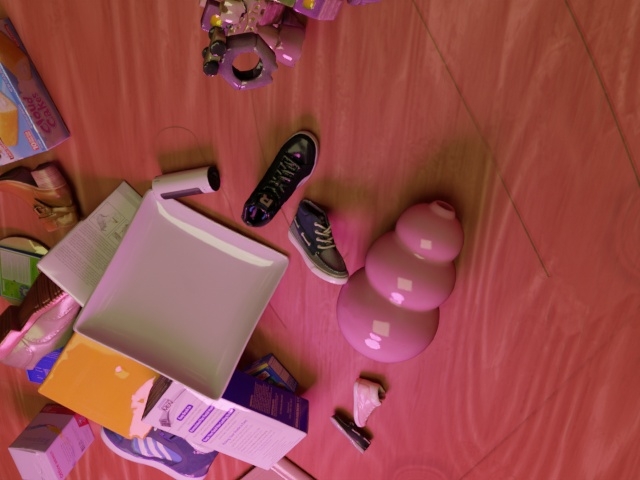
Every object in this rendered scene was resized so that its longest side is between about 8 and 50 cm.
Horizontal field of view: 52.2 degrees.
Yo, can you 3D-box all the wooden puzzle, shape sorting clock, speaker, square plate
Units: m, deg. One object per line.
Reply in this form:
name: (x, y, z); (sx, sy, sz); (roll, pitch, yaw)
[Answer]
wooden puzzle: (-0.111, 0.696, 1.786); (0.221, 0.044, 0.238); (39, 118, -7)
shape sorting clock: (-0.728, 0.084, 1.620); (0.206, 0.040, 0.206); (5, 114, 11)
speaker: (-0.278, -0.119, 1.359); (0.136, 0.055, 0.055); (-7, 116, 20)
square plate: (-0.294, 0.115, 1.406); (0.347, 0.049, 0.344); (27, 83, 0)

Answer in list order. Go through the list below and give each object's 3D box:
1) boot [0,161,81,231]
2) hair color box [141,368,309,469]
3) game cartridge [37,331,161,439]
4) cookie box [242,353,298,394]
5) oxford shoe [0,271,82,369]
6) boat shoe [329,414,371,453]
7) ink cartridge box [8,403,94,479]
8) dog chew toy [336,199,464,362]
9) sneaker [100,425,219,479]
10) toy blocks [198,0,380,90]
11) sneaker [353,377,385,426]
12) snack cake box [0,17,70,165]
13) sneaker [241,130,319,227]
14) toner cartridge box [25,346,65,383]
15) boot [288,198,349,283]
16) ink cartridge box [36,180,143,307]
boot: (-0.649, -0.089, 1.482); (0.197, 0.073, 0.152); (-5, 121, 22)
hair color box: (-0.217, 0.396, 1.522); (0.339, 0.110, 0.185); (27, 124, -20)
game cartridge: (-0.471, 0.301, 1.567); (0.285, 0.052, 0.323); (33, 105, -13)
cookie box: (-0.123, 0.338, 1.581); (0.092, 0.040, 0.107); (-32, 106, 29)
oxford shoe: (-0.628, 0.162, 1.571); (0.397, 0.140, 0.146); (-39, 131, 13)
boat shoe: (0.074, 0.466, 1.596); (0.125, 0.038, 0.046); (47, 163, -6)
ink cartridge box: (-0.746, 0.566, 1.821); (0.127, 0.176, 0.128); (0, 119, 17)
dog chew toy: (0.164, 0.073, 1.257); (0.207, 0.206, 0.331); (26, 114, 2)
sneaker: (-0.406, 0.475, 1.709); (0.323, 0.130, 0.236); (24, 113, 8)
toy blocks: (-0.021, -0.389, 0.993); (0.260, 0.309, 0.288); (14, 124, -22)
sneaker: (0.117, 0.385, 1.528); (0.070, 0.051, 0.134); (6, 116, 20)
snack cake box: (-0.657, -0.301, 1.350); (0.152, 0.089, 0.264); (-13, 114, 22)
sneaker: (-0.079, -0.105, 1.266); (0.079, 0.121, 0.217); (33, 123, -4)
toner cartridge box: (-0.599, 0.313, 1.692); (0.348, 0.075, 0.165); (9, 119, 12)
boot: (0.000, 0.000, 1.286); (0.190, 0.069, 0.086); (45, 130, 37)
ink cartridge box: (-0.423, 0.061, 1.461); (0.296, 0.066, 0.261); (45, 79, -10)
